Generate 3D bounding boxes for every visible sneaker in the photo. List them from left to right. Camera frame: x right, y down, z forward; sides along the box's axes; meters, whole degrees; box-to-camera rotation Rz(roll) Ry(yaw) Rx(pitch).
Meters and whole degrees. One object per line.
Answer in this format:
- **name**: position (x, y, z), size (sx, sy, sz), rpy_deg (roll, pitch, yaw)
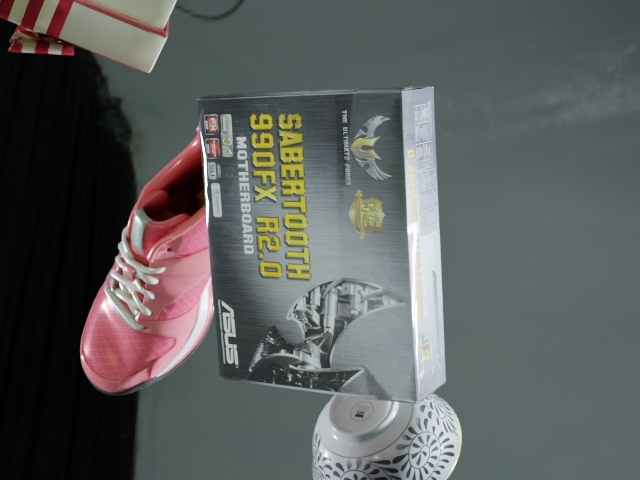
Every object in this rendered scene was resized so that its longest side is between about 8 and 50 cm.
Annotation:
- **sneaker**: position (-0.143, 0.006, 0.932), size (0.314, 0.116, 0.136), rpy_deg (-54, 155, 13)

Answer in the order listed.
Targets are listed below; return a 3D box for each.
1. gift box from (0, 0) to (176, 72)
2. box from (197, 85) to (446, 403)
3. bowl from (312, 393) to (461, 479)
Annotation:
- **gift box**: position (-0.236, -0.332, 0.939), size (0.276, 0.255, 0.258), rpy_deg (21, 125, -15)
- **box**: position (0.000, 0.000, 0.799), size (0.183, 0.231, 0.056), rpy_deg (3, -168, 32)
- **bowl**: position (0.056, 0.198, 1.091), size (0.170, 0.170, 0.080), rpy_deg (-9, 132, 22)
